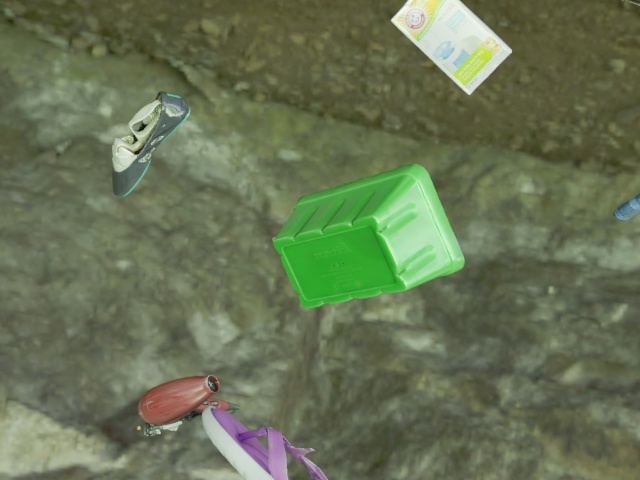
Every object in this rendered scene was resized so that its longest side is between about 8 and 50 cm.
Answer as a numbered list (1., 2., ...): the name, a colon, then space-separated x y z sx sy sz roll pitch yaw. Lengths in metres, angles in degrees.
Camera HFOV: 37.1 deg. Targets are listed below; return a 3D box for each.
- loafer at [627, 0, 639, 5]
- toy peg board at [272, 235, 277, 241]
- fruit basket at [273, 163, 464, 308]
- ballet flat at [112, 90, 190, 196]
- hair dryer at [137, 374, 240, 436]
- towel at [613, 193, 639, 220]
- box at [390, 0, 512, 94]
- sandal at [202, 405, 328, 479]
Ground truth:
1. loafer: 0.424 -0.306 1.157 0.251 0.094 0.087 17 168 -8
2. toy peg board: 0.000 0.000 2.281 0.160 0.079 0.161 -15 -178 35
3. fruit basket: 0.139 -0.010 2.046 0.392 0.283 0.392 -24 -168 5
4. ballet flat: -0.301 -0.165 1.579 0.074 0.203 0.074 39 -169 -9
5. hair dryer: -0.267 0.328 1.973 0.223 0.080 0.293 -13 164 -20
6. towel: 0.703 -0.085 2.094 0.119 0.029 0.067 -36 158 29
7. box: 0.241 -0.380 1.762 0.203 0.114 0.103 44 -164 -2
8. sandal: -0.031 0.361 1.414 0.416 0.102 0.169 37 170 44
